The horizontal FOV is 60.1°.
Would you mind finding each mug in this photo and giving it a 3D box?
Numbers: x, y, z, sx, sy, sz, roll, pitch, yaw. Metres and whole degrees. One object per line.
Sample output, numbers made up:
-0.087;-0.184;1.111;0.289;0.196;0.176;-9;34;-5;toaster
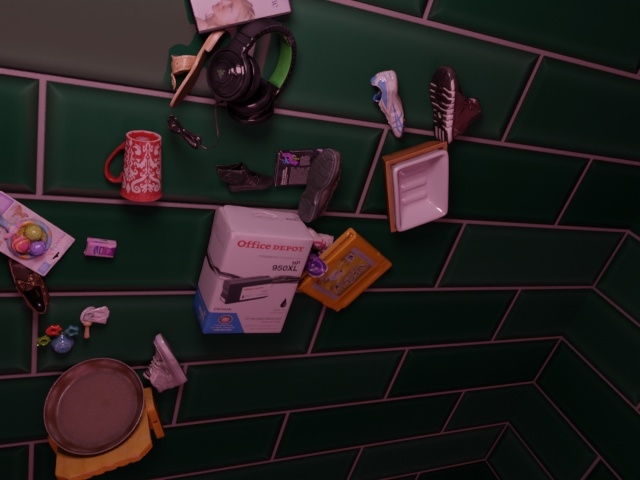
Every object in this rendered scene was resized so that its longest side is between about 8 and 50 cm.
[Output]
-0.501;-0.204;1.499;0.150;0.113;0.169;-2;120;-27;mug

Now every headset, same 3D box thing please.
-0.228;-0.408;1.448;0.394;0.185;0.243;-53;160;-4;headset

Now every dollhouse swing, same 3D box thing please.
-0.720;0.724;1.911;0.347;0.305;0.315;-15;134;-17;dollhouse swing

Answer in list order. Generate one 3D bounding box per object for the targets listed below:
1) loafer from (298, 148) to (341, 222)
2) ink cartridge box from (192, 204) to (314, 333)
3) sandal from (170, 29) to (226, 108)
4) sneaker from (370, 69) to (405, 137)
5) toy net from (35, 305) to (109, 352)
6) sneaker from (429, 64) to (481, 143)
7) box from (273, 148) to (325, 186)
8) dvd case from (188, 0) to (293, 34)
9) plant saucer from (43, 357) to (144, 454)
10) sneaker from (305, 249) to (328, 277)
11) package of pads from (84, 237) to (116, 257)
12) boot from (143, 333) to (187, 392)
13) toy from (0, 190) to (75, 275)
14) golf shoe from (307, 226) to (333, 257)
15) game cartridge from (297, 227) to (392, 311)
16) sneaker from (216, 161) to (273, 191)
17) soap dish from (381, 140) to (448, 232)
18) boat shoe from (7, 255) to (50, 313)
0.008;-0.177;1.752;0.084;0.096;0.267;-13;139;-44;loafer
-0.226;0.104;1.812;0.285;0.166;0.395;4;120;-29;ink cartridge box
-0.344;-0.462;1.427;0.079;0.088;0.240;36;97;-7;sandal
0.213;-0.419;1.717;0.086;0.085;0.237;-10;136;14;sneaker
-0.775;0.267;1.747;0.232;0.045;0.122;-39;129;3;toy net
0.447;-0.459;1.791;0.162;0.106;0.281;-27;140;-14;sneaker
-0.065;-0.230;1.742;0.162;0.029;0.116;-6;126;-24;box
-0.205;-0.628;1.363;0.253;0.022;0.180;-18;113;-14;dvd case
-0.734;0.542;1.813;0.310;0.310;0.050;-16;152;-15;plant saucer
-0.043;0.060;1.863;0.068;0.170;0.071;-43;146;-6;sneaker
-0.651;0.022;1.636;0.083;0.032;0.050;8;122;-30;package of pads
-0.563;0.442;1.936;0.123;0.095;0.258;-26;132;-16;boot
-0.807;-0.009;1.504;0.137;0.056;0.237;-52;126;-7;toy
0.000;0.000;1.917;0.086;0.067;0.186;-40;141;-2;golf shoe
0.089;0.120;2.010;0.285;0.053;0.323;-43;142;8;game cartridge
-0.226;-0.198;1.671;0.170;0.051;0.089;-10;131;-15;sneaker
0.323;-0.190;1.899;0.229;0.118;0.291;-20;129;-12;soap dish
-0.836;0.122;1.593;0.073;0.073;0.207;-19;128;-11;boat shoe
